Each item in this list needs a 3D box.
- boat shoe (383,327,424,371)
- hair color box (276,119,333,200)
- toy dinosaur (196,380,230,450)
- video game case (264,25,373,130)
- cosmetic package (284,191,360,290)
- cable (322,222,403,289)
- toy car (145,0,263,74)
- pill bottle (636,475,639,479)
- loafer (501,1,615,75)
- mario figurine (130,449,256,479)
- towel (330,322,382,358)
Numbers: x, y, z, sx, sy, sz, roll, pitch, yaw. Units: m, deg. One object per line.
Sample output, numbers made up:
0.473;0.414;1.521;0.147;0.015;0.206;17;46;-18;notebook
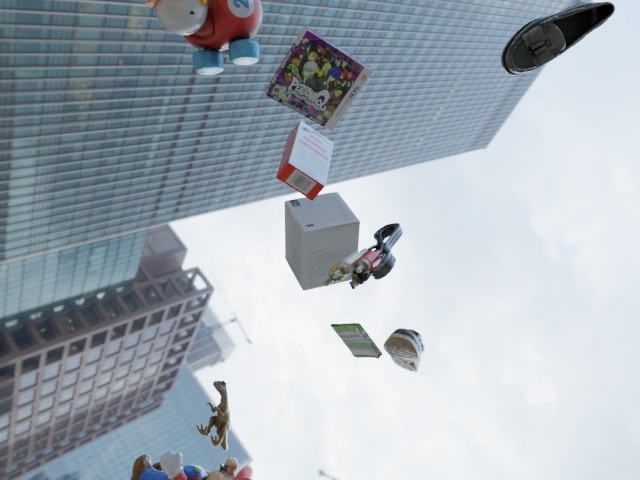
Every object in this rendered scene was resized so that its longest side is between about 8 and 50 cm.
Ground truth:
0.247;0.297;1.604;0.102;0.092;0.285;14;-24;22;boat shoe
-0.030;-0.171;1.181;0.093;0.167;0.053;31;-50;-18;hair color box
-0.226;0.430;1.289;0.064;0.112;0.212;9;-73;22;toy dinosaur
-0.004;-0.443;1.563;0.210;0.232;0.042;-52;-149;24;video game case
0.000;0.000;1.425;0.151;0.151;0.184;-123;-152;-48;cosmetic package
0.121;0.012;1.200;0.139;0.287;0.072;-21;-72;40;cable
-0.268;-0.509;1.234;0.210;0.238;0.219;-5;-88;28;toy car
0.475;0.383;0.751;0.131;0.229;0.131;32;-46;40;pill bottle
0.510;-0.447;1.205;0.096;0.267;0.084;60;-12;-14;loafer
-0.288;0.577;1.382;0.320;0.198;0.170;4;-86;17;mario figurine
0.108;0.306;1.700;0.113;0.023;0.152;-11;-53;40;towel
